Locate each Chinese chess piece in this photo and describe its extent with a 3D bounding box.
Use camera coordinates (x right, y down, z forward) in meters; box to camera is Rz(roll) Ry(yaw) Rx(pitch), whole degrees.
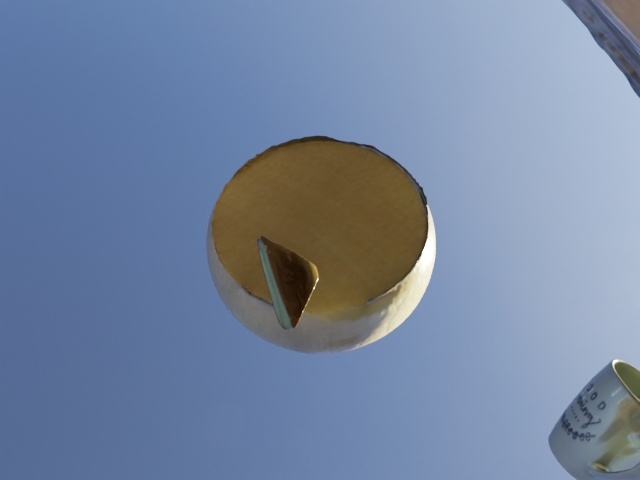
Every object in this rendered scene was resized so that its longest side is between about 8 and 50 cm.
[{"bbox_3d":[0.000,0.000,0.665,0.250,0.103,0.249,-1,-126,1],"label":"Chinese chess piece"}]

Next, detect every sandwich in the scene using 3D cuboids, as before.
[{"bbox_3d":[-0.024,0.033,0.517,0.044,0.031,0.083,-11,-101,-29],"label":"sandwich"}]

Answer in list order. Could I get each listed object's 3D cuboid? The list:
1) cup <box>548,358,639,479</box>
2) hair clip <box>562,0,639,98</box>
[{"bbox_3d":[0.607,0.411,1.255,0.186,0.234,0.258,35,-158,-2],"label":"cup"},{"bbox_3d":[0.194,-0.133,0.331,0.330,0.085,0.101,55,-160,13],"label":"hair clip"}]
